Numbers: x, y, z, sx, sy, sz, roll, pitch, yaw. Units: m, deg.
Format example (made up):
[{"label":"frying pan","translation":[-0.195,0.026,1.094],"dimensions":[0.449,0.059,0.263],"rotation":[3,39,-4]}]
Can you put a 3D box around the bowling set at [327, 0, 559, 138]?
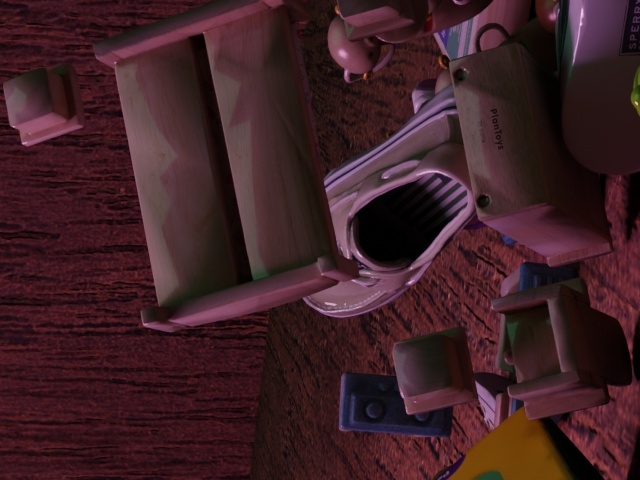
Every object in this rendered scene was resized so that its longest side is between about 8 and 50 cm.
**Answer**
[{"label":"bowling set","translation":[0.101,-0.171,1.415],"dimensions":[0.287,0.154,0.200],"rotation":[64,159,-15]}]

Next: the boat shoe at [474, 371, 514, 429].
[{"label":"boat shoe","translation":[0.143,0.135,1.527],"dimensions":[0.100,0.035,0.035],"rotation":[-126,45,-69]}]

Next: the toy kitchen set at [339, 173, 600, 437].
[{"label":"toy kitchen set","translation":[0.103,0.041,1.379],"dimensions":[0.122,0.166,0.207],"rotation":[133,142,-79]}]

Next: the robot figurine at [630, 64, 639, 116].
[{"label":"robot figurine","translation":[0.211,-0.095,1.039],"dimensions":[0.101,0.067,0.115],"rotation":[-57,-7,-29]}]

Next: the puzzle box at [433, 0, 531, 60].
[{"label":"puzzle box","translation":[0.115,-0.349,1.556],"dimensions":[0.409,0.052,0.272],"rotation":[95,157,-54]}]

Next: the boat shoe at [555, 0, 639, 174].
[{"label":"boat shoe","translation":[0.195,-0.186,1.135],"dimensions":[0.102,0.108,0.301],"rotation":[-96,7,-51]}]

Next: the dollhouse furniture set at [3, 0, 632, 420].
[{"label":"dollhouse furniture set","translation":[0.000,0.000,1.263],"dimensions":[0.174,0.355,0.303],"rotation":[22,-125,-66]}]

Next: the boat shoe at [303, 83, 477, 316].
[{"label":"boat shoe","translation":[0.046,-0.015,1.438],"dimensions":[0.094,0.109,0.302],"rotation":[-52,2,-38]}]

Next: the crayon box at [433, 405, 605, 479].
[{"label":"crayon box","translation":[0.046,0.293,1.088],"dimensions":[0.363,0.106,0.313],"rotation":[-41,17,7]}]

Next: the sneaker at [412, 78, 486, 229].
[{"label":"sneaker","translation":[0.125,-0.055,1.625],"dimensions":[0.236,0.095,0.104],"rotation":[-89,0,-65]}]

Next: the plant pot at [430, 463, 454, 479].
[{"label":"plant pot","translation":[0.132,0.194,1.436],"dimensions":[0.079,0.083,0.083],"rotation":[131,147,-54]}]
